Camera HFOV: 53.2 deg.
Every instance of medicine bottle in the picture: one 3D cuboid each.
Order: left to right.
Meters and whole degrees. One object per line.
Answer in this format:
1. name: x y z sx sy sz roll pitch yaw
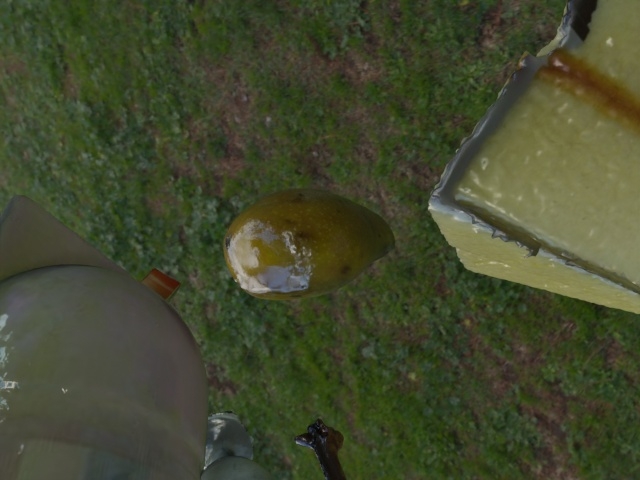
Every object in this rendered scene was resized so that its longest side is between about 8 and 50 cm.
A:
1. medicine bottle: -0.208 0.170 0.496 0.236 0.236 0.406 124 155 -43

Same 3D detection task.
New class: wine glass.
1. wine glass: -0.171 0.478 1.207 0.357 0.190 0.190 -141 39 -68

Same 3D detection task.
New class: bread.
1. bread: 0.369 -0.074 0.618 0.405 0.345 0.242 21 166 22

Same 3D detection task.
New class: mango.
1. mango: -0.006 -0.006 0.971 0.176 0.329 0.175 48 122 9

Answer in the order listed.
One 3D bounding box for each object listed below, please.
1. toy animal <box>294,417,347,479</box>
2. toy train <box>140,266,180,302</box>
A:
1. toy animal: 0.041 0.265 0.455 0.066 0.224 0.229 -31 99 17
2. toy train: -0.315 0.142 1.093 0.074 0.118 0.176 33 117 -1
